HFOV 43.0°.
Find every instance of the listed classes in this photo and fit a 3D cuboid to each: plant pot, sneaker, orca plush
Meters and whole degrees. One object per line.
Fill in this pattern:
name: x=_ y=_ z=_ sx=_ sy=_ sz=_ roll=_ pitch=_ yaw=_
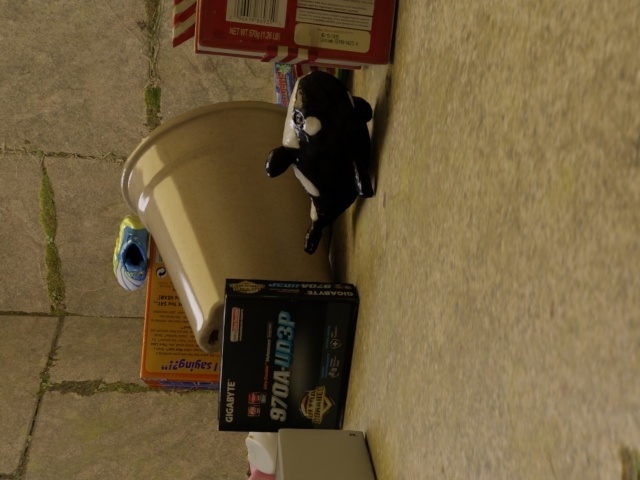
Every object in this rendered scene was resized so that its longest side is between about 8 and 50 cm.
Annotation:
plant pot: x=-0.120 y=0.004 z=1.285 sx=0.334 sy=0.334 sz=0.305 roll=104 pitch=150 yaw=-57
sneaker: x=-0.461 y=0.055 z=1.962 sx=0.126 sy=0.091 sz=0.240 roll=-97 pitch=14 yaw=-50
orca plush: x=0.016 y=-0.073 z=1.001 sx=0.102 sy=0.151 sz=0.287 roll=51 pitch=147 yaw=29

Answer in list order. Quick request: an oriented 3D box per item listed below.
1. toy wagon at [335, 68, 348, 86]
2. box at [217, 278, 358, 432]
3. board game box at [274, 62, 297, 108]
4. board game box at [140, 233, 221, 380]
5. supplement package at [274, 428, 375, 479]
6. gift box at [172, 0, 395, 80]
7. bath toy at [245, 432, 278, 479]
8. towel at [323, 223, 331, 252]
toy wagon: x=0.008 y=-0.324 z=1.300 sx=0.267 sy=0.068 sz=0.344 roll=101 pitch=169 yaw=-53
box: x=-0.048 y=0.159 z=1.102 sx=0.051 sy=0.175 sz=0.220 roll=-102 pitch=17 yaw=-64
board game box: x=-0.041 y=-0.356 z=1.553 sx=0.136 sy=0.035 sz=0.201 roll=90 pitch=-165 yaw=-47
board game box: x=-0.260 y=0.198 z=2.090 sx=0.356 sy=0.357 sz=0.356 roll=119 pitch=154 yaw=-73
supplement package: x=-0.002 y=0.322 z=0.940 sx=0.105 sy=0.105 sz=0.179 roll=-104 pitch=18 yaw=-70
gift box: x=-0.049 y=-0.313 z=0.993 sx=0.258 sy=0.255 sz=0.276 roll=-123 pitch=42 yaw=-75
bath toy: x=-0.088 y=0.470 z=1.575 sx=0.151 sy=0.129 sz=0.348 roll=29 pitch=130 yaw=32
towel: x=0.000 y=0.000 z=1.418 sx=0.102 sy=0.021 sz=0.237 roll=-99 pitch=13 yaw=-63
